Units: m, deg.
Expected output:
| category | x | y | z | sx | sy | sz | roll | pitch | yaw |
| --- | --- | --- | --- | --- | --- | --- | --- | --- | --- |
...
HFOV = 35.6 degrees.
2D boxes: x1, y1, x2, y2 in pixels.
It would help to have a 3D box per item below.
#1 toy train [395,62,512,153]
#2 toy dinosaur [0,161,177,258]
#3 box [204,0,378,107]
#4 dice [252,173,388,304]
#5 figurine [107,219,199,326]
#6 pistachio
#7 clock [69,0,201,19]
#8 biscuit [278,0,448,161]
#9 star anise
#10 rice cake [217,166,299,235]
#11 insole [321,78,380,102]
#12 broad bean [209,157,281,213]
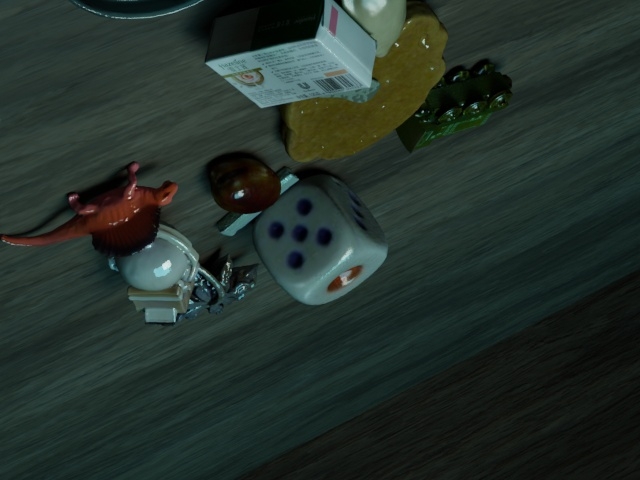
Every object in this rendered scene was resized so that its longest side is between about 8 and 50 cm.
| category | x | y | z | sx | sy | sz | roll | pitch | yaw |
| --- | --- | --- | --- | --- | --- | --- | --- | --- | --- |
| toy train | 0.254 | -0.250 | 1.865 | 0.226 | 0.090 | 0.137 | -18 | 159 | -27 |
| toy dinosaur | -0.346 | -0.012 | 1.557 | 0.286 | 0.139 | 0.070 | -27 | 154 | -9 |
| box | -0.041 | -0.258 | 1.373 | 0.199 | 0.081 | 0.135 | -6 | 154 | 34 |
| dice | 0.000 | 0.000 | 1.899 | 0.194 | 0.191 | 0.193 | -41 | 158 | 17 |
| figurine | -0.287 | 0.038 | 1.743 | 0.163 | 0.141 | 0.236 | 2 | 145 | 6 |
| pistachio | 0.064 | -0.352 | 1.392 | 0.152 | 0.126 | 0.223 | -52 | 151 | -30 |
| clock | -0.181 | -0.386 | 1.136 | 0.313 | 0.061 | 0.312 | -25 | 155 | -13 |
| biscuit | 0.069 | -0.266 | 1.654 | 0.312 | 0.057 | 0.351 | -28 | 155 | -10 |
| star anise | -0.227 | 0.097 | 1.974 | 0.230 | 0.081 | 0.262 | -20 | 158 | 0 |
| rice cake | -0.115 | -0.069 | 1.844 | 0.180 | 0.030 | 0.042 | -39 | 149 | 16 |
| insole | 0.029 | -0.247 | 1.571 | 0.193 | 0.006 | 0.065 | 3 | 139 | -51 |
| broad bean | -0.129 | -0.089 | 1.736 | 0.114 | 0.084 | 0.165 | -16 | 164 | 9 |
